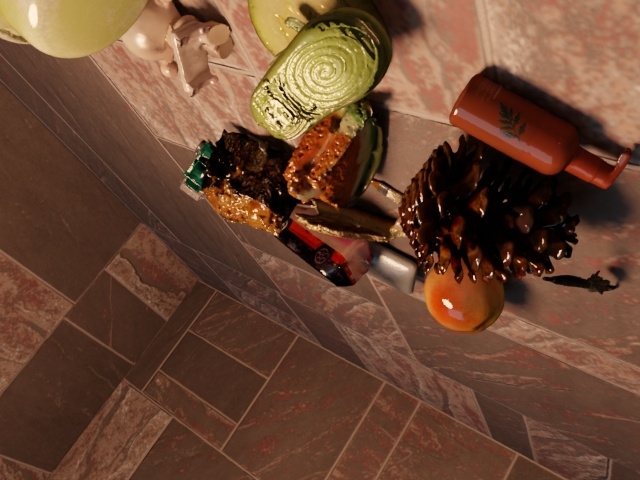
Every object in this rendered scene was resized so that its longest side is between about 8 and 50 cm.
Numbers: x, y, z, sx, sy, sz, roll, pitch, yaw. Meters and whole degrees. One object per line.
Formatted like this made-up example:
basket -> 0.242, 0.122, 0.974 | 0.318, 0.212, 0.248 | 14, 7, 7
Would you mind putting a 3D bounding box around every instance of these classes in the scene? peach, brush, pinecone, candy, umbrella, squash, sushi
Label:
peach -> 0.324, 0.125, 1.412 | 0.184, 0.184, 0.184 | 31, 162, 11
brush -> 0.112, -0.133, 1.379 | 0.170, 0.014, 0.043 | 34, 164, 8
pinecone -> 0.273, -0.041, 0.997 | 0.292, 0.246, 0.246 | 11, 159, 3
candy -> 0.180, 0.068, 1.674 | 0.174, 0.071, 0.138 | 29, 151, 21
umbrella -> 0.462, 0.070, 1.081 | 0.269, 0.044, 0.044 | 10, 156, -45
squash -> -0.003, -0.339, 0.995 | 0.252, 0.049, 0.252 | 31, 161, 12
sushi -> -0.193, -0.149, 1.583 | 0.234, 0.207, 0.349 | 38, 166, -33

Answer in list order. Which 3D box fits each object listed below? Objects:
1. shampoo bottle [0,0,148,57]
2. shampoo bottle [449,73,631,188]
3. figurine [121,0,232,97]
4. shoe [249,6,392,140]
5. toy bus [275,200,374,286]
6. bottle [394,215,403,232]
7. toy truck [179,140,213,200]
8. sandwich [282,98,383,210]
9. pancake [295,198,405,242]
shampoo bottle -> -0.454, -0.480, 0.996 | 0.317, 0.322, 0.322 | 39, 163, 7
shampoo bottle -> 0.307, -0.148, 0.883 | 0.244, 0.085, 0.085 | 29, 162, 10
figurine -> -0.312, -0.404, 1.240 | 0.257, 0.144, 0.182 | 29, 165, 26
shoe -> -0.011, -0.263, 0.948 | 0.140, 0.128, 0.262 | 33, 133, -25
toy bus -> 0.000, 0.000, 1.642 | 0.303, 0.147, 0.127 | 37, 169, 40
bottle -> 0.219, -0.026, 1.410 | 0.096, 0.045, 0.045 | 29, 161, 14
toy truck -> -0.355, -0.196, 1.845 | 0.110, 0.116, 0.216 | 39, 151, -8
sandwich -> 0.024, -0.155, 1.202 | 0.109, 0.212, 0.292 | 45, 180, 19
pancake -> 0.067, -0.051, 1.505 | 0.258, 0.056, 0.212 | 6, -164, -19
